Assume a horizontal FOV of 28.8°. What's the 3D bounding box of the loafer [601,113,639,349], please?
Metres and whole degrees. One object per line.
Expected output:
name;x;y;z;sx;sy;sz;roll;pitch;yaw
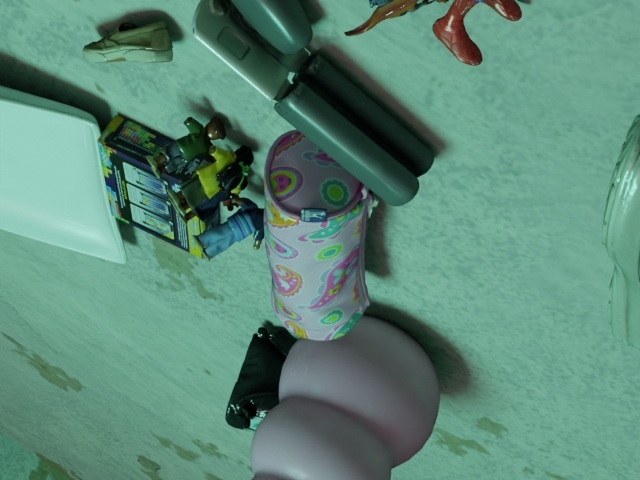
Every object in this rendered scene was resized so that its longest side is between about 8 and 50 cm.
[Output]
loafer;0.304;0.002;1.056;0.111;0.112;0.319;14;156;23

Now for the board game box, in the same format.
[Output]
board game box;-0.195;-0.063;1.527;0.141;0.048;0.170;25;152;11

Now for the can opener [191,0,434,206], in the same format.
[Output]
can opener;-0.002;-0.141;1.164;0.280;0.074;0.093;42;151;-18

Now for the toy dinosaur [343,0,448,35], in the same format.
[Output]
toy dinosaur;0.070;-0.191;1.018;0.047;0.090;0.082;27;-171;-24

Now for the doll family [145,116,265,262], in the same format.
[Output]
doll family;-0.111;-0.058;1.402;0.076;0.111;0.193;51;169;34

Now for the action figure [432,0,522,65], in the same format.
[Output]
action figure;0.184;-0.203;0.851;0.139;0.091;0.280;36;155;6

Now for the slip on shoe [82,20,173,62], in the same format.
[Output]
slip on shoe;-0.203;-0.208;1.305;0.135;0.051;0.041;11;107;50

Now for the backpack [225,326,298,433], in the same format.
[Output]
backpack;-0.029;0.220;1.742;0.181;0.152;0.115;17;157;2

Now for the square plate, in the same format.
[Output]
square plate;-0.424;-0.113;1.634;0.347;0.049;0.344;17;151;8

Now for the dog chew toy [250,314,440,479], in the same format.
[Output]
dog chew toy;0.009;0.254;1.527;0.206;0.332;0.207;25;152;14

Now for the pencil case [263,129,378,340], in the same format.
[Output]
pencil case;0.000;0.000;1.350;0.124;0.124;0.284;25;151;14
